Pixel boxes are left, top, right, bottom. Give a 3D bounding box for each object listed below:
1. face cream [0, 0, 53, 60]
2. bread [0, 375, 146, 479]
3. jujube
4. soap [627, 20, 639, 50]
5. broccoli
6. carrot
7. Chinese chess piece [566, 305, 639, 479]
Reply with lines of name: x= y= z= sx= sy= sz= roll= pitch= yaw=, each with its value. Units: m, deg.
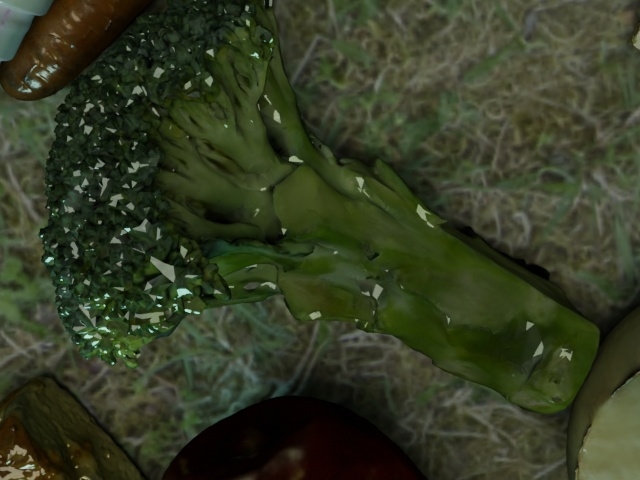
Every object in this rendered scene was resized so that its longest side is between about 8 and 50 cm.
face cream: x=-0.167 y=-0.231 z=0.737 sx=0.102 sy=0.102 sz=0.345 roll=30 pitch=101 yaw=-5
bread: x=-0.247 y=0.249 z=0.905 sx=0.274 sy=0.114 sz=0.185 roll=-37 pitch=100 yaw=16
jujube: x=0.009 y=0.261 z=0.827 sx=0.223 sy=0.223 sz=0.318 roll=-18 pitch=109 yaw=10
soap: x=0.320 y=-0.102 z=0.788 sx=0.252 sy=0.037 sz=0.092 roll=29 pitch=106 yaw=-4
broccoli: x=-0.009 y=0.018 z=0.785 sx=0.361 sy=0.221 sz=0.252 roll=45 pitch=70 yaw=-9
carrot: x=-0.139 y=-0.156 z=0.796 sx=0.186 sy=0.060 sz=0.060 roll=-40 pitch=100 yaw=17
Chinese chess piece: x=0.286 y=0.140 z=0.802 sx=0.257 sy=0.104 sz=0.257 roll=7 pitch=117 yaw=15
